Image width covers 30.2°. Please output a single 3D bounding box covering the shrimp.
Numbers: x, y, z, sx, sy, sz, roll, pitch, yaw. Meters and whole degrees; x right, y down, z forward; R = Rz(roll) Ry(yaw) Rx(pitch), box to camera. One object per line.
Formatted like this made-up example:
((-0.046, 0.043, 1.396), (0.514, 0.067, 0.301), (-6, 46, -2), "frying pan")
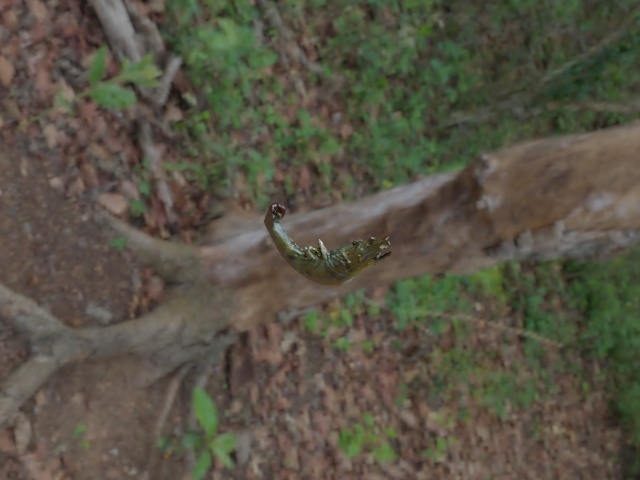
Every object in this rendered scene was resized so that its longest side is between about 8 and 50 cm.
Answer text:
((0.000, 0.000, 0.833), (0.083, 0.114, 0.023), (43, 61, -19), "shrimp")
